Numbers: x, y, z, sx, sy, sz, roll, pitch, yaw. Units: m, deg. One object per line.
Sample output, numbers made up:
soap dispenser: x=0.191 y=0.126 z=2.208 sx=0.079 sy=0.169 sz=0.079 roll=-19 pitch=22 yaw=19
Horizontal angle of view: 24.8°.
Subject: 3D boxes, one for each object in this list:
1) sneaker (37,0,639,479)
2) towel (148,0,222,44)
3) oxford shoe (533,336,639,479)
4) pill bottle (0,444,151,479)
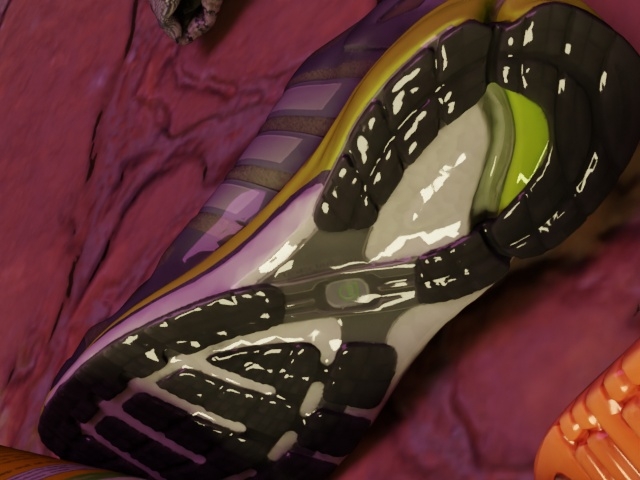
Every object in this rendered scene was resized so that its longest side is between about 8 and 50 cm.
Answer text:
sneaker: x=0.000 y=0.000 z=0.579 sx=0.300 sy=0.111 sz=0.121 roll=-41 pitch=24 yaw=24
towel: x=-0.057 y=-0.322 z=0.801 sx=0.312 sy=0.056 sz=0.324 roll=-110 pitch=31 yaw=-49
oxford shoe: x=0.202 y=-0.001 z=0.335 sx=0.364 sy=0.130 sz=0.133 roll=-35 pitch=11 yaw=42
pill bottle: x=-0.150 y=0.151 z=0.600 sx=0.246 sy=0.136 sz=0.136 roll=2 pitch=69 yaw=46
